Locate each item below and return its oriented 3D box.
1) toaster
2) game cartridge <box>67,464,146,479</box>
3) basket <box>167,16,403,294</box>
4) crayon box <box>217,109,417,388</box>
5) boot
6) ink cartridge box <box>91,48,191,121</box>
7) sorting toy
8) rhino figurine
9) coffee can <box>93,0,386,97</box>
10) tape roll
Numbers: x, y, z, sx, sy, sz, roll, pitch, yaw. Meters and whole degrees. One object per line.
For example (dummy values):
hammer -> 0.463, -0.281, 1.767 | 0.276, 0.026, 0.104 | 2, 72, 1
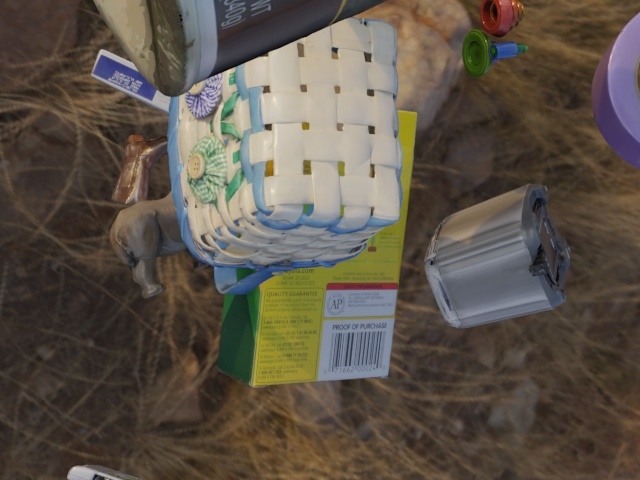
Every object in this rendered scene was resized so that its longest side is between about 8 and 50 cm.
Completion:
toaster -> 0.220, 0.025, 1.248 | 0.129, 0.146, 0.227 | 65, 23, -15
game cartridge -> -0.114, 0.160, 0.639 | 0.056, 0.083, 0.017 | 90, 19, -74
basket -> -0.046, -0.090, 0.945 | 0.201, 0.289, 0.254 | 1, 80, -19
crayon box -> 0.000, 0.000, 1.160 | 0.202, 0.081, 0.318 | 3, 98, -37
boot -> -0.250, -0.099, 1.495 | 0.037, 0.106, 0.114 | 58, 37, -61
ink cartridge box -> -0.228, -0.213, 1.489 | 0.223, 0.224, 0.045 | 24, 94, -13
sorting toy -> 0.189, -0.214, 1.063 | 0.042, 0.061, 0.102 | -9, 144, -23
rhino figurine -> -0.159, -0.016, 1.231 | 0.243, 0.073, 0.106 | -30, 97, -50
coffee can -> 0.027, -0.199, 0.384 | 0.275, 0.201, 0.201 | -27, 127, -14
tape roll -> 0.407, -0.170, 1.135 | 0.189, 0.189, 0.080 | -57, 174, -5
